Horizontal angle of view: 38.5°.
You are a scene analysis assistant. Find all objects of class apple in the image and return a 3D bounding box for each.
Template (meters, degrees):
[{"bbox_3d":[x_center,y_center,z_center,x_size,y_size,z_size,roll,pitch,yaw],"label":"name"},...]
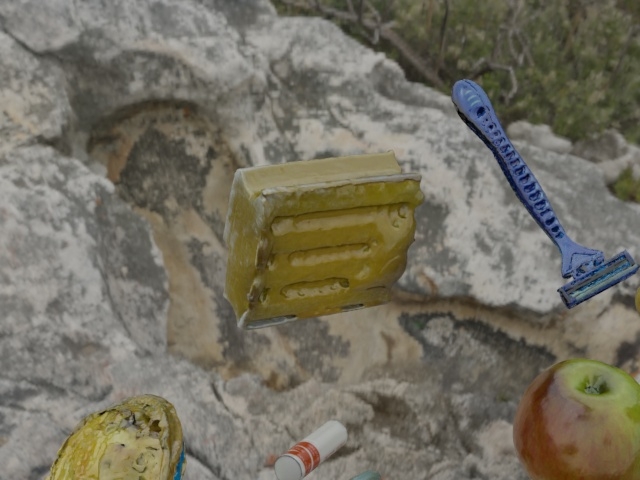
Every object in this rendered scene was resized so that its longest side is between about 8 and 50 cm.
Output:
[{"bbox_3d":[0.363,0.259,1.248,0.196,0.196,0.196,0,57,-1],"label":"apple"}]

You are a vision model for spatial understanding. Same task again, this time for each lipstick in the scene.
[{"bbox_3d":[-0.010,0.263,1.146,0.038,0.038,0.130,33,22,19],"label":"lipstick"}]

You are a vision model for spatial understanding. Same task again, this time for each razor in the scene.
[{"bbox_3d":[0.249,-0.066,1.109,0.093,0.056,0.324,-29,65,-1],"label":"razor"}]

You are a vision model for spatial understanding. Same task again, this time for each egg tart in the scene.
[{"bbox_3d":[-0.313,0.341,1.318,0.290,0.107,0.291,-30,41,30],"label":"egg tart"}]

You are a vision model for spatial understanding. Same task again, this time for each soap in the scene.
[{"bbox_3d":[0.000,0.000,1.433,0.281,0.259,0.143,-8,36,-31],"label":"soap"}]

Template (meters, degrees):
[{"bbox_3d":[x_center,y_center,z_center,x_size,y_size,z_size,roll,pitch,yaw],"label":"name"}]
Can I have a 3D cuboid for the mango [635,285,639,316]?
[{"bbox_3d":[0.652,0.140,1.680,0.163,0.089,0.111,19,50,26],"label":"mango"}]

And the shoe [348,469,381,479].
[{"bbox_3d":[0.019,0.408,1.428,0.078,0.079,0.195,14,21,33],"label":"shoe"}]
